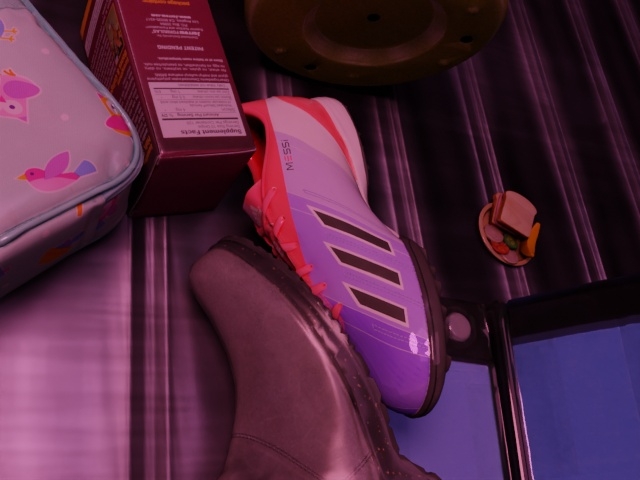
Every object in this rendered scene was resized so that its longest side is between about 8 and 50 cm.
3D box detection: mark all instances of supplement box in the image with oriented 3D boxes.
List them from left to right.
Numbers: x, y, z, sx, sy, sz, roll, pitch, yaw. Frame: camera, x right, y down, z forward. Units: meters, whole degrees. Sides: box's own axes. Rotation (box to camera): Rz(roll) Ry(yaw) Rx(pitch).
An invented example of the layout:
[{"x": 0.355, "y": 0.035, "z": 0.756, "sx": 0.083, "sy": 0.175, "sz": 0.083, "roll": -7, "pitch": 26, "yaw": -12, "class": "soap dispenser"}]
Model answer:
[{"x": -0.131, "y": -0.126, "z": 0.542, "sx": 0.081, "sy": 0.104, "sz": 0.188, "roll": -9, "pitch": 71, "yaw": -32, "class": "supplement box"}]

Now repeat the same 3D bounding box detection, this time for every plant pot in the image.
[{"x": 0.049, "y": -0.358, "z": 0.642, "sx": 0.367, "sy": 0.366, "sz": 0.352, "roll": 6, "pitch": 75, "yaw": -27, "class": "plant pot"}]

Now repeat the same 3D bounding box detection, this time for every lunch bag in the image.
[{"x": -0.279, "y": -0.055, "z": 0.419, "sx": 0.279, "sy": 0.108, "sz": 0.224, "roll": -37, "pitch": 87, "yaw": -37, "class": "lunch bag"}]

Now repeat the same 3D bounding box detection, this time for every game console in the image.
[{"x": 0.166, "y": 0.162, "z": 0.520, "sx": 0.250, "sy": 0.173, "sz": 0.293, "roll": 12, "pitch": 60, "yaw": -25, "class": "game console"}]

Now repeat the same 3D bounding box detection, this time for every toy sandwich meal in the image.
[{"x": 0.211, "y": -0.013, "z": 0.724, "sx": 0.086, "sy": 0.029, "sz": 0.085, "roll": 13, "pitch": 60, "yaw": -24, "class": "toy sandwich meal"}]

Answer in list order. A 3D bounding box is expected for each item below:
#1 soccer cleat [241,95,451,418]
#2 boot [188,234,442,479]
[{"x": 0.000, "y": 0.000, "z": 0.529, "sx": 0.116, "sy": 0.108, "sz": 0.318, "roll": -2, "pitch": 51, "yaw": -24, "class": "soccer cleat"}, {"x": -0.055, "y": 0.166, "z": 0.431, "sx": 0.223, "sy": 0.118, "sz": 0.338, "roll": -30, "pitch": 67, "yaw": -20, "class": "boot"}]
